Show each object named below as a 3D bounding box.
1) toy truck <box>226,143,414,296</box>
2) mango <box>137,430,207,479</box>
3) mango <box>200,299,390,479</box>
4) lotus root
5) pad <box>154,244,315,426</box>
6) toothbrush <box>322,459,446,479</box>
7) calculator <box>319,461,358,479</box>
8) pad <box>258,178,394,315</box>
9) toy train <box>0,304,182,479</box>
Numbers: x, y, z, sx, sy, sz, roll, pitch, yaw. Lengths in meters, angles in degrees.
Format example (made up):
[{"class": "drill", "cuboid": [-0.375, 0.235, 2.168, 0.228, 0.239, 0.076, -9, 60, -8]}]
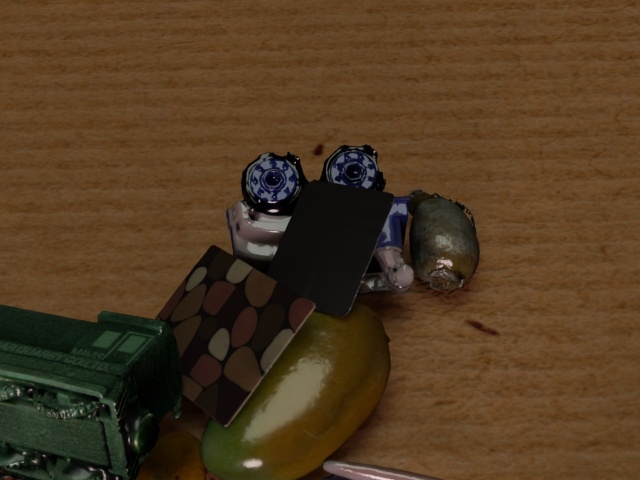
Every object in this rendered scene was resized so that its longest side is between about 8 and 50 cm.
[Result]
[{"class": "toy truck", "cuboid": [0.000, 0.000, 1.664, 0.213, 0.161, 0.177, -6, 69, -2]}, {"class": "mango", "cuboid": [-0.158, 0.243, 1.484, 0.079, 0.057, 0.114, 3, 38, 12]}, {"class": "mango", "cuboid": [-0.024, 0.159, 1.515, 0.156, 0.114, 0.251, 30, 53, 12]}, {"class": "lotus root", "cuboid": [0.143, -0.006, 1.686, 0.088, 0.088, 0.165, -6, 39, -3]}, {"class": "pad", "cuboid": [-0.111, 0.096, 1.549, 0.158, 0.003, 0.235, -53, 35, -6]}, {"class": "toothbrush", "cuboid": [0.152, 0.262, 1.455, 0.307, 0.025, 0.029, 10, 54, 5]}, {"class": "calculator", "cuboid": [0.031, 0.343, 1.401, 0.161, 0.021, 0.261, -21, 49, -17]}, {"class": "pad", "cuboid": [0.007, 0.005, 1.552, 0.112, 0.003, 0.157, 12, 64, 25]}, {"class": "toy train", "cuboid": [-0.297, 0.153, 1.493, 0.330, 0.138, 0.178, 9, 33, 25]}]
